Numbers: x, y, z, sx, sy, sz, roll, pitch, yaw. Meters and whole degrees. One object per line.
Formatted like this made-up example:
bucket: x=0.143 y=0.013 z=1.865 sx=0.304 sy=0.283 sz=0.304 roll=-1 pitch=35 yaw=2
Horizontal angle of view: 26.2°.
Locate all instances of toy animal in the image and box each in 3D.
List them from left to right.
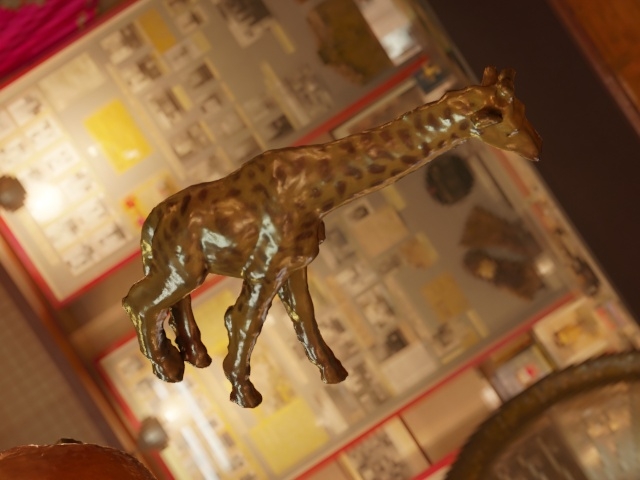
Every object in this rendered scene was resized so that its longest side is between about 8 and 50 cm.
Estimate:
toy animal: x=-0.008 y=-0.005 z=0.722 sx=0.149 sy=0.275 sz=0.054 roll=29 pitch=-145 yaw=-11

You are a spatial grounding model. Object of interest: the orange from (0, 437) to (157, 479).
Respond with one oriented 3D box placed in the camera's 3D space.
orange: x=-0.304 y=0.380 z=1.618 sx=0.312 sy=0.312 sz=0.312 roll=57 pitch=179 yaw=1
